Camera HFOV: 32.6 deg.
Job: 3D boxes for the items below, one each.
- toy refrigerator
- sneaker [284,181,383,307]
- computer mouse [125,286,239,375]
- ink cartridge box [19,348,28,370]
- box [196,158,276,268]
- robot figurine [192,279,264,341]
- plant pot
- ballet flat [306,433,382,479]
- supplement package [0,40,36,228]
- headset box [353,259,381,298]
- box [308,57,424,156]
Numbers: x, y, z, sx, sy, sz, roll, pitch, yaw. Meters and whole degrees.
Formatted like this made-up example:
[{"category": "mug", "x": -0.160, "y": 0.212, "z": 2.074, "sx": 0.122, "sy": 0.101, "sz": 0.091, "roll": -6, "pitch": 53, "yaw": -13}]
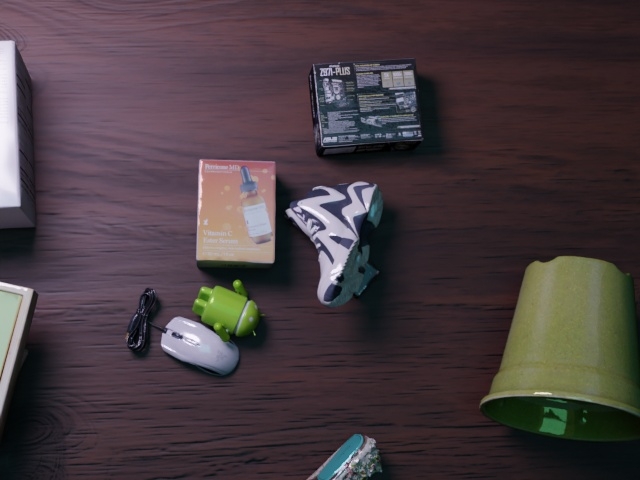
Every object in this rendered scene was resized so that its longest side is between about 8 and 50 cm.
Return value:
[{"category": "toy refrigerator", "x": -0.511, "y": 0.196, "z": 1.646, "sx": 0.102, "sy": 0.094, "sz": 0.269, "roll": 14, "pitch": 80, "yaw": -7}, {"category": "sneaker", "x": 0.000, "y": 0.000, "z": 1.817, "sx": 0.153, "sy": 0.094, "sz": 0.235, "roll": 7, "pitch": 66, "yaw": 24}, {"category": "computer mouse", "x": -0.224, "y": 0.161, "z": 1.810, "sx": 0.193, "sy": 0.042, "sz": 0.106, "roll": 24, "pitch": 79, "yaw": -3}, {"category": "ink cartridge box", "x": -0.612, "y": 0.205, "z": 1.729, "sx": 0.237, "sy": 0.100, "sz": 0.172, "roll": 23, "pitch": 79, "yaw": -3}, {"category": "box", "x": -0.142, "y": -0.042, "z": 1.825, "sx": 0.130, "sy": 0.091, "sz": 0.170, "roll": 1, "pitch": 82, "yaw": -6}, {"category": "robot figurine", "x": -0.152, "y": 0.118, "z": 1.812, "sx": 0.115, "sy": 0.067, "sz": 0.101, "roll": 24, "pitch": 56, "yaw": -2}, {"category": "plant pot", "x": 0.413, "y": 0.172, "z": 1.791, "sx": 0.276, "sy": 0.276, "sz": 0.254, "roll": 12, "pitch": 69, "yaw": -5}, {"category": "ballet flat", "x": 0.008, "y": 0.417, "z": 1.783, "sx": 0.241, "sy": 0.091, "sz": 0.077, "roll": -39, "pitch": 110, "yaw": -7}, {"category": "supplement package", "x": -0.568, "y": -0.159, "z": 1.738, "sx": 0.199, "sy": 0.198, "sz": 0.263, "roll": -3, "pitch": 82, "yaw": -8}, {"category": "headset box", "x": 0.052, "y": 0.049, "z": 1.863, "sx": 0.083, "sy": 0.032, "sz": 0.062, "roll": 42, "pitch": 80, "yaw": -1}, {"category": "box", "x": 0.077, "y": -0.229, "z": 1.883, "sx": 0.180, "sy": 0.077, "sz": 0.147, "roll": -5, "pitch": 83, "yaw": -8}]
